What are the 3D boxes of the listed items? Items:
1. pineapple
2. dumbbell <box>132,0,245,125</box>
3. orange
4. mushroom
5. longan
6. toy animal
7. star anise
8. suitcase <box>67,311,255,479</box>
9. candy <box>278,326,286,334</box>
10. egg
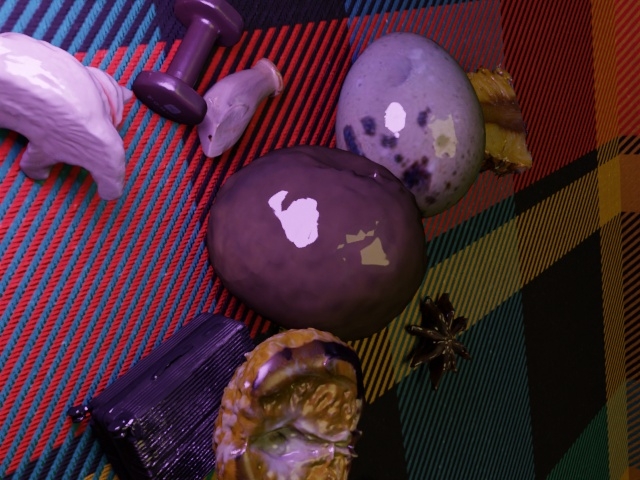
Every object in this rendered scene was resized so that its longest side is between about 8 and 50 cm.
[{"bbox_3d":[0.414,-0.322,1.972,0.286,0.209,0.345,1,68,-21],"label":"pineapple"},{"bbox_3d":[-0.238,-0.334,1.254,0.140,0.124,0.226,36,69,-43],"label":"dumbbell"},{"bbox_3d":[-0.075,0.333,1.235,0.270,0.210,0.369,18,84,-42],"label":"orange"},{"bbox_3d":[-0.167,-0.276,1.363,0.108,0.096,0.247,44,57,-12],"label":"mushroom"},{"bbox_3d":[0.009,0.001,1.363,0.435,0.403,0.404,30,72,-44],"label":"longan"},{"bbox_3d":[-0.434,-0.229,1.044,0.307,0.266,0.188,14,64,-6],"label":"toy animal"},{"bbox_3d":[0.350,0.292,1.995,0.288,0.088,0.289,7,78,-37],"label":"star anise"},{"bbox_3d":[-0.261,0.313,1.293,0.335,0.152,0.230,-40,124,-40],"label":"suitcase"},{"bbox_3d":[-0.052,0.330,1.574,0.187,0.081,0.298,26,65,-46],"label":"candy"},{"bbox_3d":[0.201,-0.261,1.585,0.345,0.344,0.429,-18,95,-45],"label":"egg"}]
